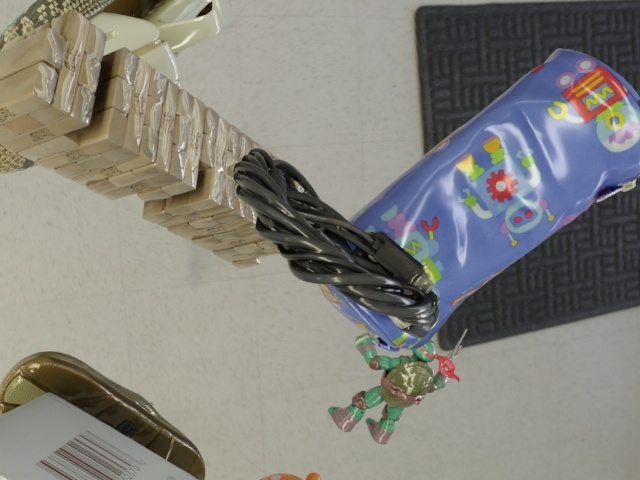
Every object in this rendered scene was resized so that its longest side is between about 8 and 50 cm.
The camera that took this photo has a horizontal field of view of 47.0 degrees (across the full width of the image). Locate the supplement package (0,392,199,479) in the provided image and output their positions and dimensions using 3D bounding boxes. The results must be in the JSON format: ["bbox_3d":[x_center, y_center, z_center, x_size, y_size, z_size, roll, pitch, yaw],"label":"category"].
[{"bbox_3d":[-0.150,0.183,0.347,0.105,0.105,0.179,30,93,2],"label":"supplement package"}]

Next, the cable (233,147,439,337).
[{"bbox_3d":[0.000,0.000,0.504,0.047,0.184,0.151,-53,156,14],"label":"cable"}]

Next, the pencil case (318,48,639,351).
[{"bbox_3d":[0.138,-0.029,0.628,0.306,0.119,0.133,-38,87,2],"label":"pencil case"}]

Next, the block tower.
[{"bbox_3d":[-0.141,-0.075,0.677,0.335,0.097,0.090,33,53,-50],"label":"block tower"}]

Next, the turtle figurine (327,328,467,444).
[{"bbox_3d":[0.123,0.214,1.166,0.175,0.118,0.234,32,108,-7],"label":"turtle figurine"}]

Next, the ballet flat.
[{"bbox_3d":[-0.212,-0.247,0.866,0.482,0.182,0.164,-65,156,-44],"label":"ballet flat"}]

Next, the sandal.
[{"bbox_3d":[-0.133,0.123,0.470,0.072,0.049,0.180,-35,127,-4],"label":"sandal"}]

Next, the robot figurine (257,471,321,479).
[{"bbox_3d":[-0.075,0.448,1.200,0.158,0.219,0.128,6,64,-19],"label":"robot figurine"}]
